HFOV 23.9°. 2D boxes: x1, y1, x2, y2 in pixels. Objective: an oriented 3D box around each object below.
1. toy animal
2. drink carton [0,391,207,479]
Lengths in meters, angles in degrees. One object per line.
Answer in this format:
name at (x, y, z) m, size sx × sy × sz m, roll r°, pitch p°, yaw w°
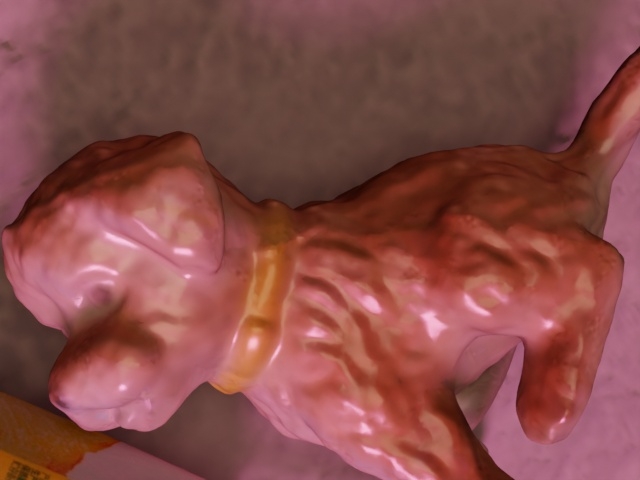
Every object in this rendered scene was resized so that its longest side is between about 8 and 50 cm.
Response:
toy animal at (0.002, -0.010, 0.491) m, size 0.185 × 0.104 × 0.183 m, roll 22°, pitch 91°, yaw -5°
drink carton at (-0.073, 0.103, 0.492) m, size 0.200 × 0.084 × 0.074 m, roll 25°, pitch 66°, yaw -9°
